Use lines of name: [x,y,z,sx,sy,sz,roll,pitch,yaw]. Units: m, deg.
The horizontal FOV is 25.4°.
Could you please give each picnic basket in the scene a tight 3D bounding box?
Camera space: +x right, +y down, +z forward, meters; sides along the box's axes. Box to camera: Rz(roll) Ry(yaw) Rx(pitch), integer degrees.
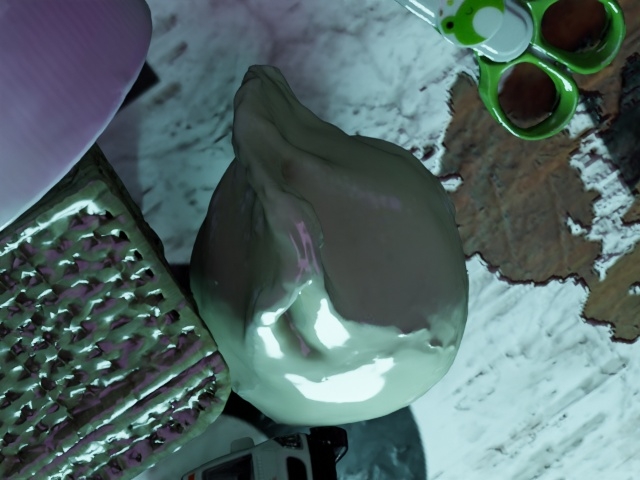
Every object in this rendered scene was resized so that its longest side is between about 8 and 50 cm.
picnic basket: [-0.144,0.022,0.719,0.134,0.196,0.154,-35,121,-4]

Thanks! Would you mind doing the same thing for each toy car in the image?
toy car: [-0.044,0.173,0.839,0.108,0.089,0.210,2,157,-10]

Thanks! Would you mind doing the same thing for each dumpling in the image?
dumpling: [0.000,0.000,0.756,0.147,0.193,0.258,-14,163,9]

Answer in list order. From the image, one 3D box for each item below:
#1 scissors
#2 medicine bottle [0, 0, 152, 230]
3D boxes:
scissors: [0.086,-0.135,0.820,0.204,0.027,0.101,26,103,-31]
medicine bottle: [-0.245,-0.154,0.581,0.212,0.212,0.325,-39,122,2]
